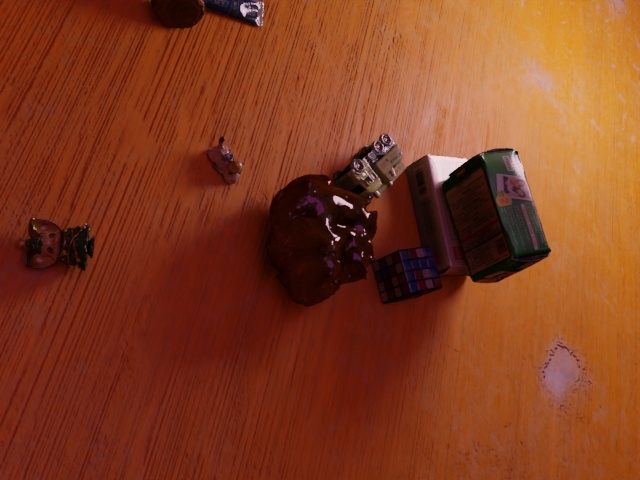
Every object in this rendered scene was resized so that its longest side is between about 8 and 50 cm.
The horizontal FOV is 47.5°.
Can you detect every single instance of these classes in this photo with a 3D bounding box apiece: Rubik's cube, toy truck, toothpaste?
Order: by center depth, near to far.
[{"bbox_3d":[-0.200,-0.482,1.474,0.197,0.035,0.057,5,85,-35],"label":"toothpaste"},{"bbox_3d":[0.176,0.070,1.483,0.092,0.092,0.092,-6,76,-35],"label":"Rubik's cube"},{"bbox_3d":[0.113,-0.147,1.533,0.100,0.077,0.169,50,52,-7],"label":"toy truck"}]

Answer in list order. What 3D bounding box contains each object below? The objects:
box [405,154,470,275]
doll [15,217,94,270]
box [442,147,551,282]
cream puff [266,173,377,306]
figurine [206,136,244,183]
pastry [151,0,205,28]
[{"bbox_3d":[0.286,-0.053,1.615,0.135,0.079,0.269,1,72,-34],"label":"box"},{"bbox_3d":[-0.408,0.009,1.138,0.113,0.076,0.078,1,78,0],"label":"doll"},{"bbox_3d":[0.355,-0.048,1.499,0.103,0.180,0.250,-9,76,-24],"label":"box"},{"bbox_3d":[0.000,0.000,1.359,0.241,0.155,0.268,28,52,-29],"label":"cream puff"},{"bbox_3d":[-0.173,-0.149,1.355,0.047,0.051,0.083,-37,95,-33],"label":"figurine"},{"bbox_3d":[-0.269,-0.452,1.375,0.109,0.097,0.057,49,29,-59],"label":"pastry"}]
